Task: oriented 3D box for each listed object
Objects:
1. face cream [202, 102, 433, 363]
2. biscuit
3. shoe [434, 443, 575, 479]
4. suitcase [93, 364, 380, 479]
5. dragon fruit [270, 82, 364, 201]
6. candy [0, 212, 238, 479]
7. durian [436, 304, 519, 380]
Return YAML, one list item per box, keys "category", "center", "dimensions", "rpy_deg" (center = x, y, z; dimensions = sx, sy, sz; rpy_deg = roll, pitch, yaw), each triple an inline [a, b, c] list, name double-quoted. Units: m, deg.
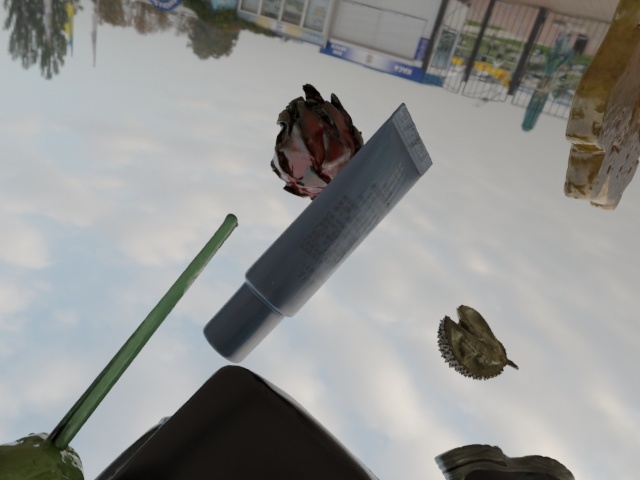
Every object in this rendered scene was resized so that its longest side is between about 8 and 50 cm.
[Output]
- category: "face cream"
  center: [0.000, 0.000, 0.629]
  dimensions: [0.086, 0.385, 0.135]
  rpy_deg: [43, 179, 39]
- category: "biscuit"
  center: [0.277, -0.117, 0.444]
  dimensions: [0.035, 0.184, 0.249]
  rpy_deg: [26, -176, 37]
- category: "shoe"
  center: [0.193, 0.267, 0.474]
  dimensions: [0.169, 0.071, 0.099]
  rpy_deg: [21, -136, -20]
- category: "suitcase"
  center: [-0.088, 0.321, 0.411]
  dimensions: [0.339, 0.188, 0.345]
  rpy_deg: [32, -109, 34]
- category: "dragon fruit"
  center: [-0.005, -0.154, 0.834]
  dimensions: [0.189, 0.182, 0.182]
  rpy_deg: [27, -165, -35]
- category: "candy"
  center: [-0.175, 0.111, 0.399]
  dimensions: [0.093, 0.335, 0.092]
  rpy_deg: [38, 174, -22]
- category: "durian"
  center: [0.236, 0.169, 0.742]
  dimensions: [0.140, 0.071, 0.110]
  rpy_deg: [32, -119, -1]
